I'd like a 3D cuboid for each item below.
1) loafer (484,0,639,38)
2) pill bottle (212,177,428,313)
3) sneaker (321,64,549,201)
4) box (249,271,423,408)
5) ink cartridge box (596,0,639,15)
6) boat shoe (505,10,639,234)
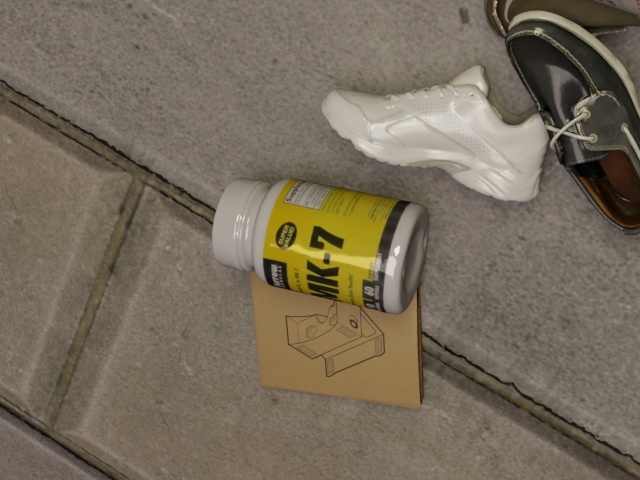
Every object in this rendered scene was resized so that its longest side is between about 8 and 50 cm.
[{"bbox_3d":[0.260,-0.230,0.882,0.251,0.087,0.094,-13,107,26],"label":"loafer"},{"bbox_3d":[0.000,0.000,1.074,0.209,0.119,0.119,12,116,17],"label":"pill bottle"},{"bbox_3d":[0.118,-0.125,0.998,0.232,0.090,0.115,17,112,4],"label":"sneaker"},{"bbox_3d":[0.018,0.106,1.170,0.201,0.021,0.164,5,114,21],"label":"box"},{"bbox_3d":[0.199,-0.295,0.779,0.233,0.171,0.168,27,95,23],"label":"ink cartridge box"},{"bbox_3d":[0.241,-0.106,0.917,0.084,0.079,0.233,-14,124,47],"label":"boat shoe"}]
